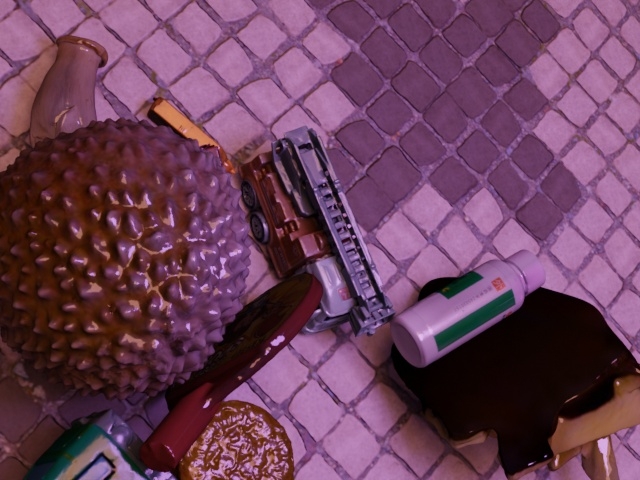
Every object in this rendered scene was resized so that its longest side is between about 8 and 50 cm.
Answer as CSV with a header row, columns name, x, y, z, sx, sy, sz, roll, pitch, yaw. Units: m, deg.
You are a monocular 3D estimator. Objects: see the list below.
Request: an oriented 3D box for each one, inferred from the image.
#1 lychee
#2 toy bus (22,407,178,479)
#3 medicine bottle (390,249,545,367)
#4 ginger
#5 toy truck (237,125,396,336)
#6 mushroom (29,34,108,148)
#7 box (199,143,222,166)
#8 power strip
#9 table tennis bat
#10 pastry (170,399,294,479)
name,x,y,z,sx,sy,sz,roll,pitch,yaw
lychee,-0.274,0.022,1.453,0.380,0.432,0.381,-11,120,-20
toy bus,-0.255,0.408,1.451,0.343,0.183,0.199,49,60,-7
medicine bottle,0.236,0.101,1.694,0.260,0.095,0.095,-27,85,-20
ginger,0.310,0.257,1.743,0.413,0.211,0.358,22,52,26
toy truck,0.000,0.000,1.702,0.132,0.184,0.338,-18,82,-27
mushroom,-0.387,-0.201,1.654,0.108,0.096,0.247,-1,69,3
box,-0.170,-0.071,1.673,0.060,0.111,0.156,-12,93,-3
power strip,-0.208,-0.165,1.743,0.178,0.049,0.028,39,69,-7
table tennis bat,-0.129,0.175,1.513,0.051,0.268,0.415,52,37,-11
pastry,-0.136,0.328,1.583,0.188,0.103,0.189,7,71,-22
